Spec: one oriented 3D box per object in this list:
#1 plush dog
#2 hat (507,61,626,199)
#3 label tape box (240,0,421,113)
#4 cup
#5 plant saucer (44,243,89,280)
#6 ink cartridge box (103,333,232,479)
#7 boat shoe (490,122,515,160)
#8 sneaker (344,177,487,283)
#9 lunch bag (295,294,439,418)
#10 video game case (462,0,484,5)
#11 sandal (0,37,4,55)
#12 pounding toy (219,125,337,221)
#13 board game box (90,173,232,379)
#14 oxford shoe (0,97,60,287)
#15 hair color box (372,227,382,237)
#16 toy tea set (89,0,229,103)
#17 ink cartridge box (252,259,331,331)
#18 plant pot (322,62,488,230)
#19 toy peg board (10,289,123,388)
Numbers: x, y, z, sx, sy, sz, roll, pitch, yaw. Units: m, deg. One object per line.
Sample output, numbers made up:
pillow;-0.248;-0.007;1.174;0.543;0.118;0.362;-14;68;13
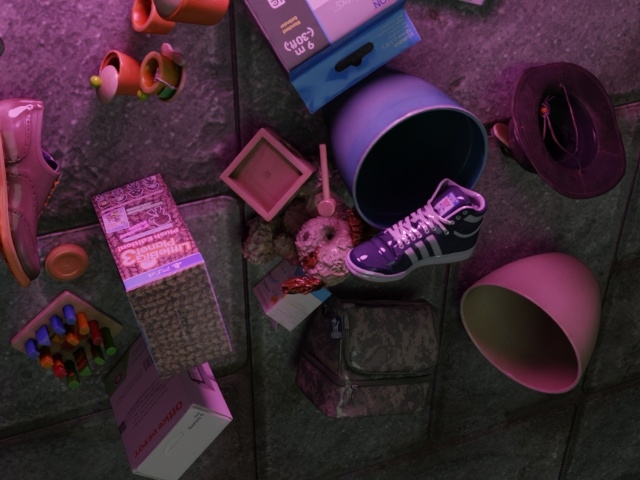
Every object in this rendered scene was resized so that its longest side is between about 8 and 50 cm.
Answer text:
plush dog;0.000;0.000;1.934;0.210;0.225;0.262;29;108;-40
hat;0.493;-0.216;2.063;0.331;0.331;0.134;7;160;-32
label tape box;0.009;-0.409;1.637;0.249;0.115;0.348;-33;115;-1
cup;0.534;0.163;2.319;0.237;0.331;0.331;-43;139;-29
plant saucer;-0.485;0.044;1.862;0.083;0.013;0.083;-15;130;-18
ink cartridge box;-0.318;0.326;1.992;0.114;0.273;0.198;29;109;-40
boat shoe;0.414;-0.203;2.110;0.152;0.056;0.049;30;141;-35
sneaker;0.178;-0.021;1.750;0.282;0.099;0.153;-12;138;-29
lunch bag;0.113;0.250;2.216;0.305;0.212;0.256;3;107;-30
video game case;0.250;-0.541;1.779;0.212;0.023;0.193;5;122;-30
sandal;-0.580;-0.265;1.550;0.179;0.040;0.067;-40;133;6
pounding toy;-0.048;-0.121;1.839;0.206;0.094;0.181;42;103;1
board game box;-0.294;0.061;1.785;0.141;0.291;0.232;-21;133;-11
oxford shoe;-0.509;-0.075;1.682;0.132;0.130;0.364;-17;131;-24
hair color box;0.080;0.016;2.080;0.167;0.093;0.053;-21;132;-13
toy tea set;-0.276;-0.341;1.545;0.124;0.200;0.336;7;127;-42
ink cartridge box;-0.068;0.116;2.081;0.143;0.092;0.090;-43;132;8
plant pot;0.135;-0.199;1.826;0.271;0.255;0.272;-15;133;-16
toy peg board;-0.498;0.207;1.939;0.161;0.079;0.160;-42;133;7
